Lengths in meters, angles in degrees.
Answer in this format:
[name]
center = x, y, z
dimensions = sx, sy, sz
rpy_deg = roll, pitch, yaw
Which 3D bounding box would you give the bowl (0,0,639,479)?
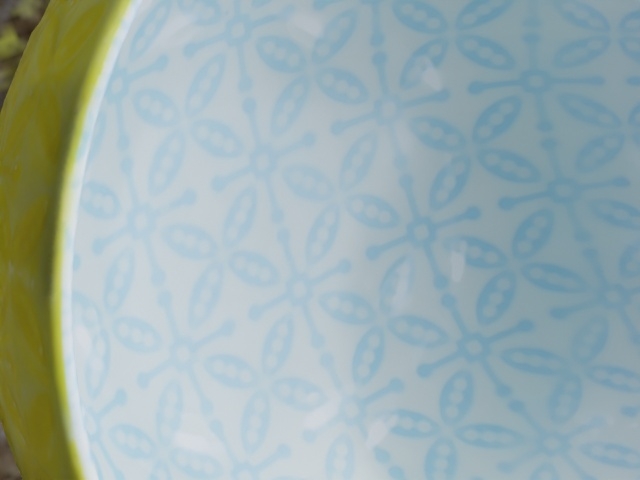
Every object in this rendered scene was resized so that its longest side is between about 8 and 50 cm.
[bowl]
center = 0.000, 0.000, 0.605
dimensions = 0.156, 0.289, 0.289
rpy_deg = 10, -56, 51
